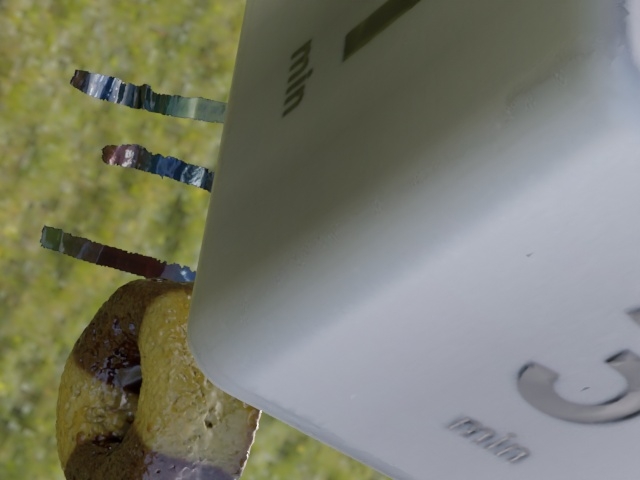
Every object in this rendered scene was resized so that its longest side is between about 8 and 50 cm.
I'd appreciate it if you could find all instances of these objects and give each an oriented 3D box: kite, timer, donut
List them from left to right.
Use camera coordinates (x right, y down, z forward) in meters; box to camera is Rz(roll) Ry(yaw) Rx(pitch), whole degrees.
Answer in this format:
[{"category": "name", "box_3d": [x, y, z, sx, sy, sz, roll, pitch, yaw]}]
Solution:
[{"category": "donut", "box_3d": [-0.085, 0.081, 0.893, 0.059, 0.140, 0.140, 12, 103, -33]}, {"category": "kite", "box_3d": [0.001, 0.000, 0.978, 0.015, 0.310, 0.169, -171, -91, -67]}, {"category": "timer", "box_3d": [0.094, -0.029, 0.603, 0.195, 0.192, 0.194, -36, -145, 40]}]
